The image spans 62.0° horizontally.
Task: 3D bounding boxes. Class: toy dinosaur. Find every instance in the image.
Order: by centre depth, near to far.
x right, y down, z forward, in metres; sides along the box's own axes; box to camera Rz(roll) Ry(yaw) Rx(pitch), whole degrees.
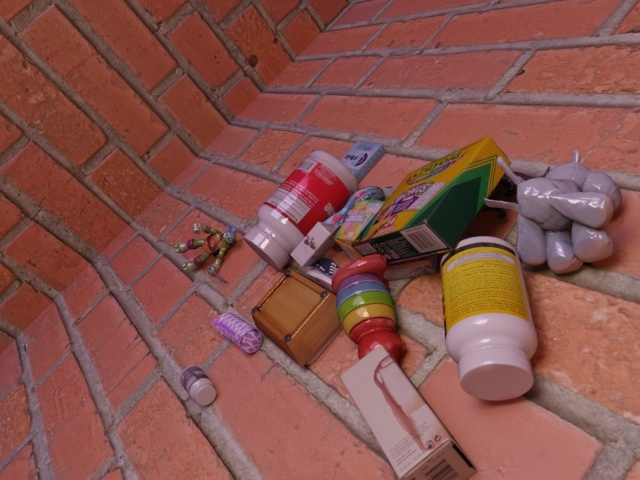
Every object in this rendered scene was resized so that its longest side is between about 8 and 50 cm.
[{"bbox_3d":[0.482,-0.143,1.465,0.314,0.121,0.160,-40,27,-5],"label":"toy dinosaur"}]

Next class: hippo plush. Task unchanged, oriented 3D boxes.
[{"bbox_3d":[0.569,-0.073,1.265,0.294,0.234,0.237,29,40,29],"label":"hippo plush"}]

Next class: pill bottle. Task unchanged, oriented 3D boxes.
[{"bbox_3d":[0.364,0.165,1.167,0.188,0.188,0.333,-21,37,27],"label":"pill bottle"},{"bbox_3d":[-0.382,0.454,1.667,0.078,0.078,0.137,-49,35,-12],"label":"pill bottle"},{"bbox_3d":[-0.071,-0.102,1.871,0.407,0.229,0.229,-49,34,-12],"label":"pill bottle"}]

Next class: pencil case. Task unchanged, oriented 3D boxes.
[{"bbox_3d":[-0.269,0.298,1.728,0.206,0.088,0.086,15,99,55],"label":"pencil case"}]

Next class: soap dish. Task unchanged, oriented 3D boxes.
[{"bbox_3d":[-0.067,0.217,1.597,0.229,0.118,0.291,-48,35,-12],"label":"soap dish"}]

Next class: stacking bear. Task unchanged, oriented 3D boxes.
[{"bbox_3d":[0.132,0.207,1.382,0.164,0.175,0.288,-13,48,-1],"label":"stacking bear"}]

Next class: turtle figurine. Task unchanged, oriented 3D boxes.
[{"bbox_3d":[-0.485,0.040,2.148,0.266,0.198,0.274,-23,33,31],"label":"turtle figurine"}]

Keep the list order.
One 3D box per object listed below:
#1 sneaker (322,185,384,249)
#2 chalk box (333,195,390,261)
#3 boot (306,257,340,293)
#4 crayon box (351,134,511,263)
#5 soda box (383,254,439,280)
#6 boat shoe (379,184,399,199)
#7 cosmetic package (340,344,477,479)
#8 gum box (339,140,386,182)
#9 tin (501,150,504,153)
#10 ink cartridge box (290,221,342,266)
[{"bbox_3d":[0.125,-0.066,1.781,0.262,0.104,0.125,-43,49,6],"label":"sneaker"},{"bbox_3d":[0.167,-0.041,1.654,0.132,0.132,0.213,8,55,48],"label":"chalk box"},{"bbox_3d":[0.030,0.104,1.674,0.086,0.069,0.190,-45,30,-14],"label":"boot"},{"bbox_3d":[0.283,-0.093,1.422,0.313,0.106,0.363,-51,14,-23],"label":"crayon box"},{"bbox_3d":[0.240,0.067,1.516,0.183,0.063,0.058,-13,41,37],"label":"soda box"},{"bbox_3d":[0.237,-0.165,1.813,0.125,0.038,0.046,-12,84,44],"label":"boat shoe"},{"bbox_3d":[0.178,0.383,1.134,0.129,0.153,0.296,-39,35,-1],"label":"cosmetic package"},{"bbox_3d":[0.142,-0.303,2.065,0.184,0.041,0.157,-48,34,-13],"label":"gum box"},{"bbox_3d":[0.479,-0.220,1.642,0.190,0.040,0.106,-25,32,22],"label":"tin"},{"bbox_3d":[0.000,0.000,1.706,0.061,0.104,0.181,46,106,18],"label":"ink cartridge box"}]
